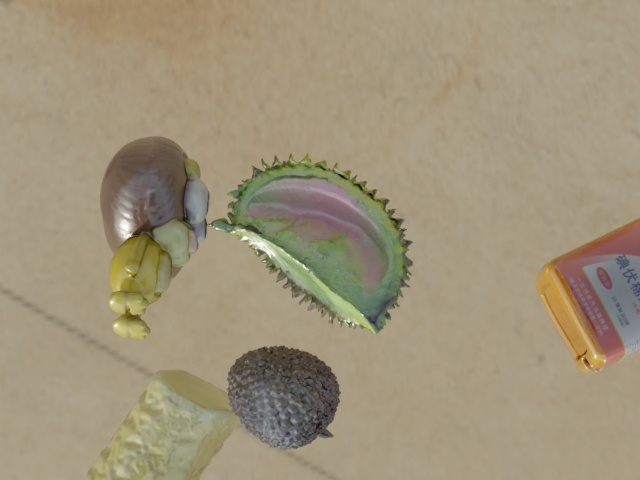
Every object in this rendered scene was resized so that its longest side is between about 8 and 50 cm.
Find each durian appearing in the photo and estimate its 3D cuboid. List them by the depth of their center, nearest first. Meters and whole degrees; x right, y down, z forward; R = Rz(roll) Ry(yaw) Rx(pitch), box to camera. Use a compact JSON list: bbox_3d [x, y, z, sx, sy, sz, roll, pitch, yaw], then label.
[{"bbox_3d":[0.003,0.000,1.635,0.220,0.137,0.095,34,168,15],"label":"durian"}]

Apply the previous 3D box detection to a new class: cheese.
[{"bbox_3d":[-0.163,0.221,1.658,0.167,0.094,0.123,-56,145,6],"label":"cheese"}]

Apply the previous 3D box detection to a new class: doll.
[{"bbox_3d":[-0.143,0.000,1.387,0.096,0.188,0.145,0,161,5],"label":"doll"}]

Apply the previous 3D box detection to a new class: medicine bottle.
[{"bbox_3d":[0.400,0.055,2.023,0.222,0.149,0.112,-25,168,-9],"label":"medicine bottle"}]

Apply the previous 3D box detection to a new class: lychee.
[{"bbox_3d":[-0.023,0.104,1.073,0.083,0.067,0.068,32,166,-8],"label":"lychee"}]
